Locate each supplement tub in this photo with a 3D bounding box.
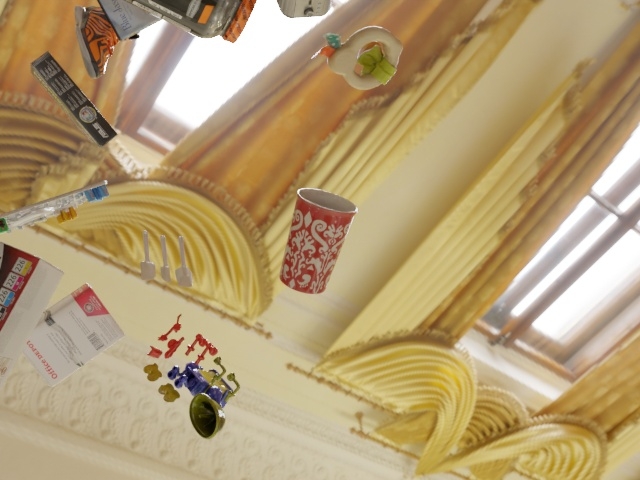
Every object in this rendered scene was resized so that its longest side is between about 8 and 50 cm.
[{"bbox_3d":[-0.179,-0.336,0.838,0.190,0.117,0.117,21,-153,-21],"label":"supplement tub"}]

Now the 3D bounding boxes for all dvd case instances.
[{"bbox_3d":[-0.511,-0.712,1.887,0.180,0.253,0.022,61,178,-5],"label":"dvd case"}]

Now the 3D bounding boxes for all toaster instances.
[{"bbox_3d":[-0.037,-0.591,1.369,0.129,0.146,0.227,-7,-105,-13],"label":"toaster"}]

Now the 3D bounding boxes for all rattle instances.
[{"bbox_3d":[0.049,-0.380,1.279,0.199,0.130,0.143,-2,-125,-27],"label":"rattle"}]

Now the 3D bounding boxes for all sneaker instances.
[{"bbox_3d":[-0.618,-0.603,1.927,0.180,0.124,0.321,-11,-126,-13],"label":"sneaker"}]

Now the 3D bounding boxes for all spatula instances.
[{"bbox_3d":[-0.503,0.058,2.133,0.168,0.019,0.242,8,-143,-23],"label":"spatula"}]

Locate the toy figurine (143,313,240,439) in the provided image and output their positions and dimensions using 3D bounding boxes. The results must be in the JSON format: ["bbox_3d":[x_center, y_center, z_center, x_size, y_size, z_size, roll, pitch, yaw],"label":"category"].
[{"bbox_3d":[-0.287,0.384,1.775,0.362,0.191,0.217,34,178,41],"label":"toy figurine"}]

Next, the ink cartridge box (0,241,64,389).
[{"bbox_3d":[-0.755,0.142,1.389,0.272,0.309,0.130,21,165,9],"label":"ink cartridge box"}]

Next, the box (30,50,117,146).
[{"bbox_3d":[-0.681,-0.380,1.807,0.270,0.060,0.216,53,167,-21],"label":"box"}]

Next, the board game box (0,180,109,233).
[{"bbox_3d":[-0.893,-0.062,2.043,0.390,0.390,0.050,-26,-84,-37],"label":"board game box"}]

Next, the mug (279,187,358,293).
[{"bbox_3d":[0.004,0.004,1.208,0.150,0.169,0.113,1,-156,-40],"label":"mug"}]

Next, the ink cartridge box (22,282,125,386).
[{"bbox_3d":[-0.694,0.259,1.816,0.172,0.237,0.100,61,160,-20],"label":"ink cartridge box"}]
